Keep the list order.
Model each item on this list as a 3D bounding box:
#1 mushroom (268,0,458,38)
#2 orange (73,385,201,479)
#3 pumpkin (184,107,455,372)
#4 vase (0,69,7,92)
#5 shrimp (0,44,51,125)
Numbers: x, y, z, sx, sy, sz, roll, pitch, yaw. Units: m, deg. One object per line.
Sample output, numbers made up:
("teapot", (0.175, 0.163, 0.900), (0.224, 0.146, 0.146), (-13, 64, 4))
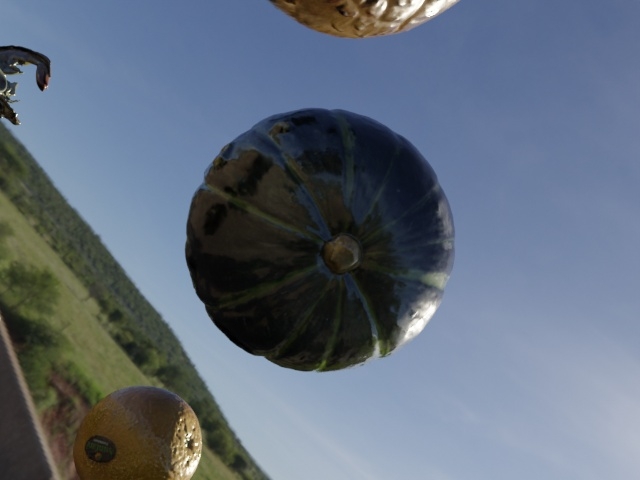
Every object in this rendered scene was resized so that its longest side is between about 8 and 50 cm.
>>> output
("mushroom", (0.043, -0.268, 0.446), (0.153, 0.253, 0.253), (35, -23, 45))
("orange", (-0.335, 0.378, 1.195), (0.236, 0.236, 0.236), (42, -20, 19))
("pumpkin", (0.000, 0.000, 0.784), (0.323, 0.323, 0.241), (54, -14, -13))
("vase", (-0.585, -0.260, 1.095), (0.101, 0.053, 0.053), (-13, -52, 18))
("shrimp", (-0.652, -0.343, 1.394), (0.253, 0.173, 0.058), (50, -30, 30))
